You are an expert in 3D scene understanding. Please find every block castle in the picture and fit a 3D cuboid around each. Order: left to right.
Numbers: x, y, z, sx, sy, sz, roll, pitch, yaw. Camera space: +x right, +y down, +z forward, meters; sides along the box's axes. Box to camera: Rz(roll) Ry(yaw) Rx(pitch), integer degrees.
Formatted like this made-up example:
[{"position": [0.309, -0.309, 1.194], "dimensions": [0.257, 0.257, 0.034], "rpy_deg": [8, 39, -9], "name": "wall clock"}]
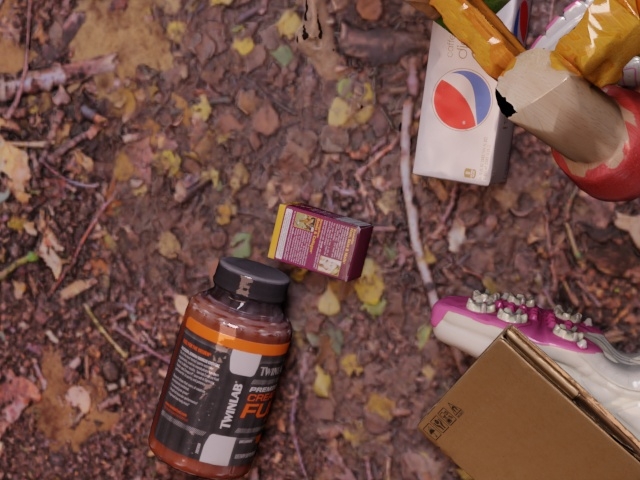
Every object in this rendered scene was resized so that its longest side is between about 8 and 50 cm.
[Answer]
[{"position": [0.179, -0.281, 1.114], "dimensions": [0.303, 0.213, 0.453], "rpy_deg": [-46, 55, 15], "name": "block castle"}]

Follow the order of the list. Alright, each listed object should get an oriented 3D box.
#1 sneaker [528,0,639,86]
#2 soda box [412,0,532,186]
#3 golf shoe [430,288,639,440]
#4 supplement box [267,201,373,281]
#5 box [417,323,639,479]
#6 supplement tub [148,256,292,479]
[{"position": [0.285, -0.168, 1.213], "dimensions": [0.252, 0.103, 0.111], "rpy_deg": [-26, 84, 21], "name": "sneaker"}, {"position": [0.137, -0.159, 1.284], "dimensions": [0.074, 0.069, 0.216], "rpy_deg": [10, 98, 19], "name": "soda box"}, {"position": [0.228, 0.140, 1.259], "dimensions": [0.306, 0.115, 0.140], "rpy_deg": [21, 105, 18], "name": "golf shoe"}, {"position": [0.000, 0.000, 1.362], "dimensions": [0.083, 0.043, 0.055], "rpy_deg": [18, 101, 18], "name": "supplement box"}, {"position": [0.181, 0.174, 1.254], "dimensions": [0.164, 0.021, 0.201], "rpy_deg": [42, 147, 7], "name": "box"}, {"position": [-0.089, 0.118, 1.372], "dimensions": [0.106, 0.106, 0.198], "rpy_deg": [21, 102, 17], "name": "supplement tub"}]
